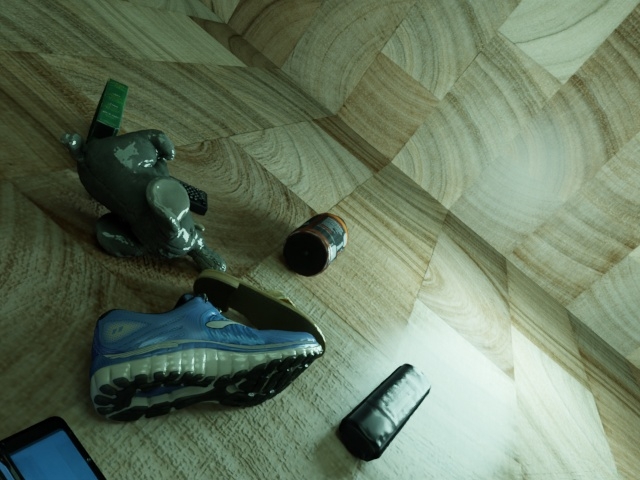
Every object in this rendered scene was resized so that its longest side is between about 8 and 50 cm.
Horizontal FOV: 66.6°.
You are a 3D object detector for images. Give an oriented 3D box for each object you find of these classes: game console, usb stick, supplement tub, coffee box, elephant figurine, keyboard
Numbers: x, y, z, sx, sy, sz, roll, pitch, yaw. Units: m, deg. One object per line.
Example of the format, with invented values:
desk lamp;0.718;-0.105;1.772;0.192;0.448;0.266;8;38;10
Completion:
game console;-0.245;0.213;0.441;0.122;0.107;0.071;45;54;13
usb stick;0.120;0.284;0.837;0.077;0.045;0.278;40;25;19
supplement tub;0.000;0.000;1.071;0.106;0.106;0.198;41;26;4
coffee box;-0.392;-0.206;0.882;0.040;0.113;0.184;20;33;-29
elephant figurine;-0.261;-0.044;0.762;0.185;0.169;0.240;-22;78;-30
keyboard;-0.301;-0.103;0.937;0.180;0.023;0.108;24;29;-27

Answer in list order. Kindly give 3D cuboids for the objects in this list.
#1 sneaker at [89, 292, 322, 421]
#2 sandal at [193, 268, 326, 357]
sneaker;-0.135;0.133;0.649;0.329;0.130;0.147;12;39;-43
sandal;-0.087;0.102;0.809;0.239;0.088;0.079;30;32;-8
